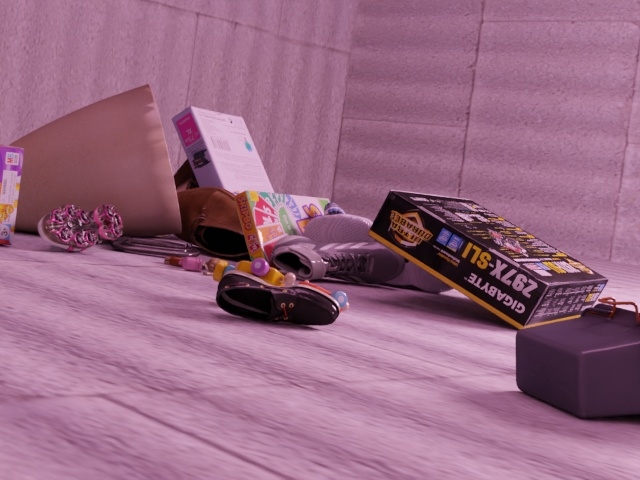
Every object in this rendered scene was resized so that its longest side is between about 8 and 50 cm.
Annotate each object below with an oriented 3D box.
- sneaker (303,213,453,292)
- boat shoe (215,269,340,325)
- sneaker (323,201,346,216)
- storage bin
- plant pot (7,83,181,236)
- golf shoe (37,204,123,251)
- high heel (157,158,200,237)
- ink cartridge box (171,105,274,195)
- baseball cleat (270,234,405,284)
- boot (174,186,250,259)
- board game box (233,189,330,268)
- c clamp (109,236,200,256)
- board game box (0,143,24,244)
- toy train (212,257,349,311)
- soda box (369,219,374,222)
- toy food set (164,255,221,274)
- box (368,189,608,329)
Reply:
[{"bbox_3d":[0.110,0.022,1.806,0.269,0.101,0.153,14,4,11],"label":"sneaker"},{"bbox_3d":[-0.046,0.069,1.161,0.133,0.049,0.042,14,31,-1],"label":"boat shoe"},{"bbox_3d":[0.044,-0.012,1.862,0.052,0.135,0.058,-24,32,4],"label":"sneaker"},{"bbox_3d":[0.229,0.100,0.925,0.091,0.098,0.135,-5,8,-21],"label":"storage bin"},{"bbox_3d":[-0.393,-0.108,1.822,0.274,0.256,0.256,-12,7,-10],"label":"plant pot"},{"bbox_3d":[-0.370,-0.011,1.629,0.086,0.067,0.186,-19,-5,18],"label":"golf shoe"},{"bbox_3d":[-0.296,-0.100,2.083,0.093,0.186,0.261,9,4,30],"label":"high heel"},{"bbox_3d":[-0.161,-0.103,2.108,0.065,0.311,0.186,-32,-15,24],"label":"ink cartridge box"},{"bbox_3d":[0.025,0.040,1.678,0.206,0.072,0.109,4,18,6],"label":"baseball cleat"},{"bbox_3d":[-0.191,-0.029,1.902,0.305,0.112,0.115,15,14,40],"label":"boot"},{"bbox_3d":[-0.039,-0.014,1.821,0.039,0.124,0.259,-23,-14,29],"label":"board game box"},{"bbox_3d":[-0.267,0.008,1.761,0.161,0.022,0.137,8,3,6],"label":"c clamp"},{"bbox_3d":[-0.573,-0.078,1.509,0.275,0.144,0.142,4,6,-42],"label":"board game box"},{"bbox_3d":[-0.053,0.064,1.233,0.125,0.046,0.166,31,-18,-33],"label":"toy train"},{"bbox_3d":[0.101,0.006,2.096,0.092,0.083,0.263,7,3,-25],"label":"soda box"},{"bbox_3d":[-0.183,0.032,1.594,0.122,0.019,0.078,11,5,43],"label":"toy food set"},{"bbox_3d":[0.247,0.024,1.568,0.257,0.079,0.322,34,15,23],"label":"box"}]
